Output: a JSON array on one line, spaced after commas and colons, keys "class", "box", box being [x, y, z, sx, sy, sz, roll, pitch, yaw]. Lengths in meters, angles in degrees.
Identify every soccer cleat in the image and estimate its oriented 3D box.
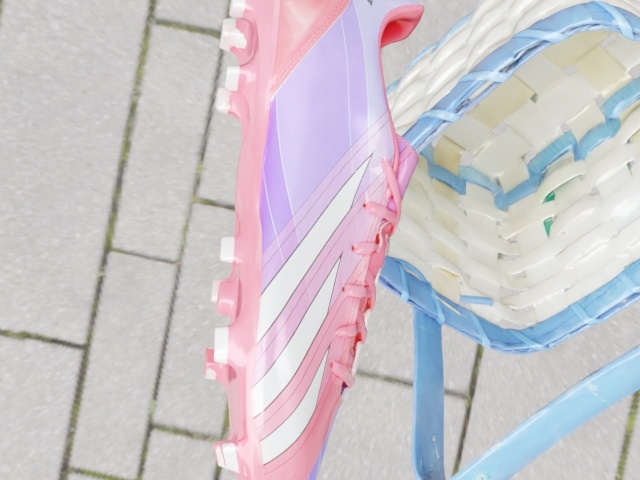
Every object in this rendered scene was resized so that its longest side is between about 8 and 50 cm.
[{"class": "soccer cleat", "box": [0.000, 0.000, 0.492, 0.095, 0.083, 0.248, 2, 78, -9]}]

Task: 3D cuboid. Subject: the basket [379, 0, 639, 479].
[{"class": "basket", "box": [0.140, -0.021, 0.646, 0.201, 0.289, 0.255, 33, 128, -23]}]
